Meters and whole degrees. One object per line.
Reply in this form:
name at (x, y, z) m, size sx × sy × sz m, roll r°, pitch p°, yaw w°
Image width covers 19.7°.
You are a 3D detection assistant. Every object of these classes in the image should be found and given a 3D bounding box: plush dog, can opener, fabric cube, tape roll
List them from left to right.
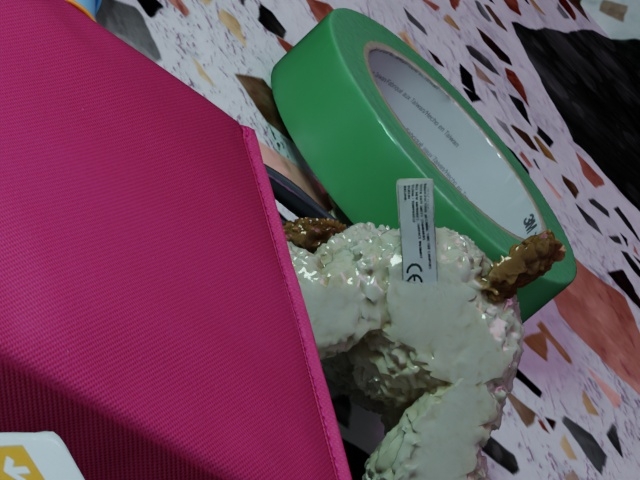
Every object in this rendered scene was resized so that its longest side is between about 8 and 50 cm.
fabric cube at (-0.179, 0.047, 0.732) m, size 0.258 × 0.259 × 0.254 m, roll 34°, pitch 26°, yaw -39°
can opener at (0.000, 0.000, 1.427) m, size 0.186 × 0.059 × 0.073 m, roll 30°, pitch -9°, yaw -28°
plush dog at (0.059, 0.056, 1.304) m, size 0.262 × 0.210 × 0.225 m, roll 49°, pitch -4°, yaw -9°
tape roll at (0.094, -0.064, 1.638) m, size 0.321 × 0.077 × 0.321 m, roll 42°, pitch 20°, yaw -19°

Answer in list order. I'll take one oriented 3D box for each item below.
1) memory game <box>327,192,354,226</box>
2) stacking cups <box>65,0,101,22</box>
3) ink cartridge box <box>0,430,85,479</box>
memory game at (0.070, 0.024, 1.566) m, size 0.186 × 0.012 × 0.186 m, roll 41°, pitch 24°, yaw -22°
stacking cups at (-0.187, -0.150, 1.265) m, size 0.096 × 0.096 × 0.316 m, roll 34°, pitch 30°, yaw -35°
ink cartridge box at (-0.099, 0.171, 0.347) m, size 0.307 × 0.072 × 0.303 m, roll 7°, pitch 46°, yaw -56°
